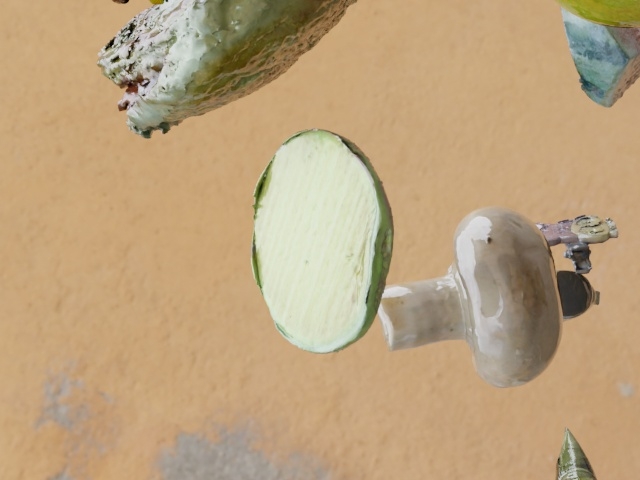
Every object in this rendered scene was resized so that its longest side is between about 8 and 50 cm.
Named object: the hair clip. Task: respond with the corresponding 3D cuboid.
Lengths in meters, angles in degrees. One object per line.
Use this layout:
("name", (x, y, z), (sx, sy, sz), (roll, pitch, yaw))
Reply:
("hair clip", (0.451, -0.004, 2.051), (0.187, 0.146, 0.056), (-76, -23, -63))

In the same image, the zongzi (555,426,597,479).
("zongzi", (0.286, 0.283, 1.297), (0.113, 0.052, 0.104), (-87, -14, -57))

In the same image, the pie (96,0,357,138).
("pie", (-0.094, -0.304, 1.539), (0.418, 0.180, 0.395), (-28, 7, 44))

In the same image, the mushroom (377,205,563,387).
("mushroom", (0.235, 0.096, 1.851), (0.292, 0.290, 0.292), (-9, -90, -83))

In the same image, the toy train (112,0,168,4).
("toy train", (-0.188, -0.416, 1.344), (0.100, 0.161, 0.296), (56, -145, -73))

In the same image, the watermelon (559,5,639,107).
("watermelon", (0.362, -0.251, 1.462), (0.081, 0.180, 0.094), (4, 58, 46))

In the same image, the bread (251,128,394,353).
("bread", (-0.004, 0.000, 1.529), (0.301, 0.045, 0.301), (2, 92, 53))

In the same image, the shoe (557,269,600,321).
("shoe", (0.376, 0.111, 2.119), (0.098, 0.275, 0.103), (13, -104, -55))

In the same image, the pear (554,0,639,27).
("pear", (0.323, -0.338, 1.123), (0.269, 0.321, 0.269), (-17, -64, -38))
